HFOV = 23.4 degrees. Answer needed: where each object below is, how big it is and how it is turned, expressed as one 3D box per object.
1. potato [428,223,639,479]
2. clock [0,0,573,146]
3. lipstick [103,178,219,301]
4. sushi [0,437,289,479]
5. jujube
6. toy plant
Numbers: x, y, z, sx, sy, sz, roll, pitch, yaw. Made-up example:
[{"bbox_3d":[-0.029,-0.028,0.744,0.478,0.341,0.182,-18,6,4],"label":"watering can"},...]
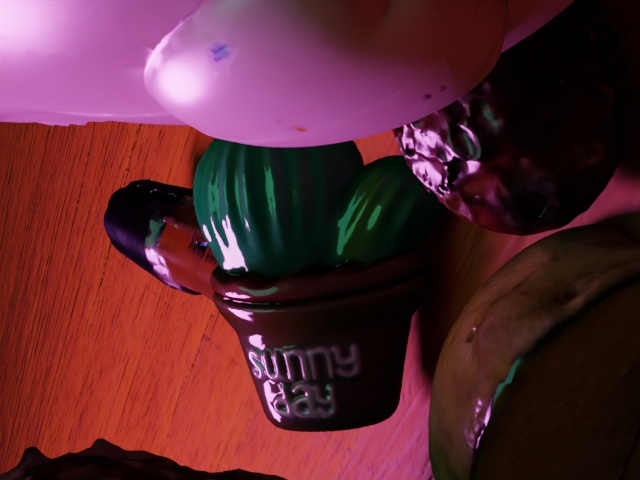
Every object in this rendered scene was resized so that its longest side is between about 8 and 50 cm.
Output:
[{"bbox_3d":[0.082,0.039,0.663,0.120,0.081,0.149,-120,35,-49],"label":"potato"},{"bbox_3d":[-0.064,-0.200,0.580,0.377,0.251,0.368,-21,67,31],"label":"clock"},{"bbox_3d":[-0.073,0.007,1.089,0.418,0.077,0.077,-162,73,-68],"label":"lipstick"},{"bbox_3d":[-0.051,0.269,0.740,0.281,0.299,0.294,-62,25,-2],"label":"sushi"},{"bbox_3d":[0.071,-0.078,0.671,0.104,0.104,0.166,112,154,-46],"label":"jujube"},{"bbox_3d":[0.000,0.000,0.830,0.143,0.105,0.200,-4,97,27],"label":"toy plant"}]
